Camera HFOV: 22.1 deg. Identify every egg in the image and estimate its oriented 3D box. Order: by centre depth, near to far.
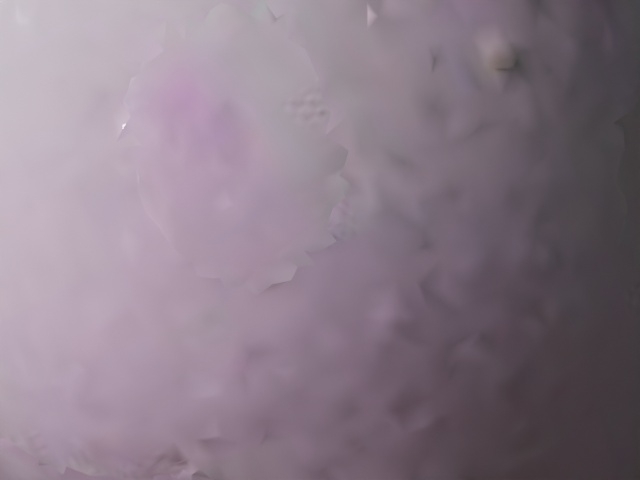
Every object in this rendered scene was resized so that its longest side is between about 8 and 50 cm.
[{"bbox_3d":[0.000,0.000,0.613,0.354,0.354,0.340,-27,79,6],"label":"egg"}]
